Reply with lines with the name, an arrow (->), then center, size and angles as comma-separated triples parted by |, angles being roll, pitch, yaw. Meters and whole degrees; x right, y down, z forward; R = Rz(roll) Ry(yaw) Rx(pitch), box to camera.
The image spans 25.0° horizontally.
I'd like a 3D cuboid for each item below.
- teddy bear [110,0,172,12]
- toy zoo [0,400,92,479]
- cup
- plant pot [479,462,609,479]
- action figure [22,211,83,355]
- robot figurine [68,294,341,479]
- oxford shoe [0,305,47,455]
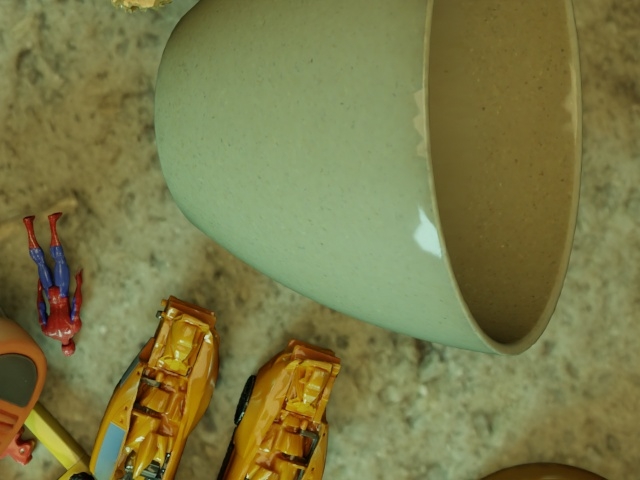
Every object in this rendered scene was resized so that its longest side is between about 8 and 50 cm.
teddy bear -> -0.074, -0.317, 1.092 | 0.245, 0.113, 0.338 | 24, 86, -7
toy zoo -> -0.316, 0.172, 1.155 | 0.192, 0.030, 0.293 | -43, 92, 4
cup -> 0.026, -0.090, 1.011 | 0.237, 0.331, 0.331 | 1, 94, 25
plant pot -> 0.176, 0.285, 1.067 | 0.205, 0.188, 0.205 | 0, 94, 2
action figure -> -0.209, 0.036, 1.144 | 0.038, 0.030, 0.115 | -7, 98, 8
robot figurine -> -0.101, 0.202, 1.114 | 0.211, 0.085, 0.291 | 19, 93, -9
oxford shoe -> -0.348, 0.176, 1.100 | 0.363, 0.130, 0.133 | -51, 58, 11
